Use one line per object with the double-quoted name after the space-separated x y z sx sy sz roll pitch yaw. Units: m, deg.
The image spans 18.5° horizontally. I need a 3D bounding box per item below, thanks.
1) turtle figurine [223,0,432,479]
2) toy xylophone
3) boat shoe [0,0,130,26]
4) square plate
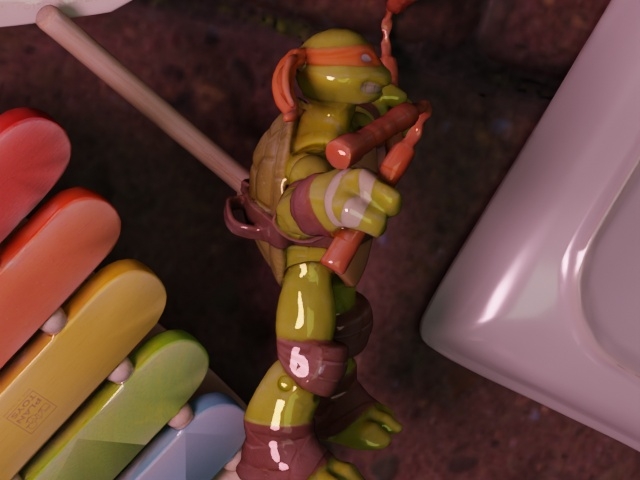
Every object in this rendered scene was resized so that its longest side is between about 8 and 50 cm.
0.000 0.000 0.863 0.087 0.269 0.217 4 107 2 "turtle figurine"
-0.124 0.037 0.875 0.236 0.081 0.323 -52 137 6 "toy xylophone"
-0.036 -0.169 0.877 0.319 0.116 0.099 -11 111 -6 "boat shoe"
0.279 -0.016 1.033 0.347 0.049 0.344 28 95 -20 "square plate"
